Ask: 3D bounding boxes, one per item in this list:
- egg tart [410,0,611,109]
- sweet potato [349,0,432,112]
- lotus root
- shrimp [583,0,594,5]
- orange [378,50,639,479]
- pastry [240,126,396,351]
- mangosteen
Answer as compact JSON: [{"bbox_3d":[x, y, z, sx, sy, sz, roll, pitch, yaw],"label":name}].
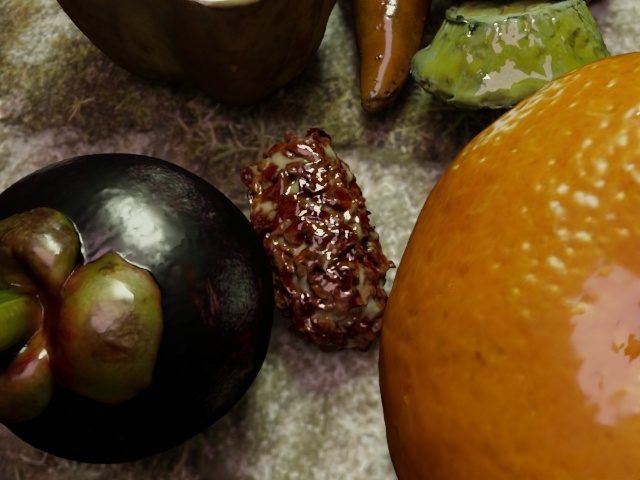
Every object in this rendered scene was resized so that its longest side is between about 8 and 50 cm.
[{"bbox_3d":[0.175,-0.184,0.785,0.197,0.078,0.197,-6,25,3],"label":"egg tart"},{"bbox_3d":[0.064,-0.302,0.886,0.112,0.112,0.359,-12,65,7],"label":"sweet potato"},{"bbox_3d":[-0.106,-0.291,0.855,0.316,0.250,0.316,0,63,0],"label":"lotus root"},{"bbox_3d":[0.355,-0.305,0.865,0.236,0.053,0.133,-42,86,-11],"label":"shrimp"},{"bbox_3d":[0.248,0.084,0.564,0.424,0.326,0.423,-9,71,28],"label":"orange"},{"bbox_3d":[-0.002,0.001,0.779,0.115,0.097,0.208,-20,66,14],"label":"pastry"},{"bbox_3d":[-0.185,0.056,0.676,0.275,0.302,0.274,0,91,18],"label":"mangosteen"}]
